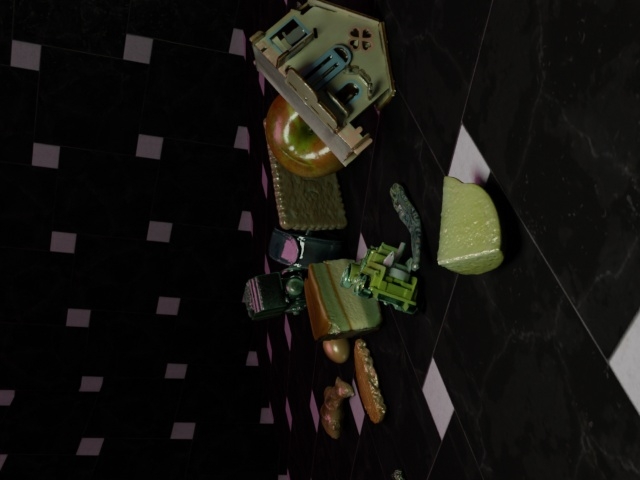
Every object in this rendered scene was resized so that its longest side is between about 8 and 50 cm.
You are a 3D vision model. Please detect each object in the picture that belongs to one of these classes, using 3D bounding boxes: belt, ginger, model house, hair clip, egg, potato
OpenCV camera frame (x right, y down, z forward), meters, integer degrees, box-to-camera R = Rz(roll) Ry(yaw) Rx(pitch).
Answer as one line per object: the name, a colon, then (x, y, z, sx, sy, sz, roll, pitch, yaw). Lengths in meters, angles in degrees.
belt: (-0.039, 0.017, 2.005, 0.267, 0.206, 0.116, -37, -41, -82)
ginger: (0.045, 0.521, 2.262, 0.334, 0.081, 0.148, 101, 174, -51)
model house: (0.043, -0.360, 1.522, 0.326, 0.244, 0.169, 48, 165, 2)
hair clip: (0.177, -0.028, 1.450, 0.066, 0.036, 0.229, 103, 163, -45)
egg: (0.049, 0.311, 2.110, 0.080, 0.080, 0.096, 97, 165, -47)
potato: (0.250, -0.028, 1.106, 0.120, 0.081, 0.149, -12, 66, 48)

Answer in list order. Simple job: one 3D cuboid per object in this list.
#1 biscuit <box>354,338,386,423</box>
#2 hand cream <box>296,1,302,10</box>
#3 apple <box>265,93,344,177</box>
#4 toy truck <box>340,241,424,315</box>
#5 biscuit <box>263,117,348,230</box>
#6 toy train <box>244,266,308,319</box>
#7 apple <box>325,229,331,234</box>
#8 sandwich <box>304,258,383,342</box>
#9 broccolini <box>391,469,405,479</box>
biscuit: (0.129, 0.382, 1.896, 0.144, 0.033, 0.224, 95, 163, -50)
hand cream: (-0.070, -0.585, 2.233, 0.095, 0.059, 0.276, -118, 29, -54)
apple: (-0.014, -0.286, 1.848, 0.226, 0.246, 0.246, -68, -24, -72)
toy truck: (0.138, 0.070, 1.552, 0.259, 0.128, 0.135, 178, 111, -79)
biscuit: (-0.042, -0.182, 1.968, 0.044, 0.217, 0.325, -31, 66, 55)
toy train: (-0.152, 0.189, 2.592, 0.299, 0.238, 0.167, 122, 137, -72)
apple: (0.000, 0.000, 2.182, 0.089, 0.074, 0.090, 41, 143, 41)
sandwich: (0.053, 0.141, 1.821, 0.227, 0.155, 0.198, 130, 132, -73)
broccolini: (0.205, 0.602, 1.705, 0.035, 0.030, 0.140, -49, 41, 22)
